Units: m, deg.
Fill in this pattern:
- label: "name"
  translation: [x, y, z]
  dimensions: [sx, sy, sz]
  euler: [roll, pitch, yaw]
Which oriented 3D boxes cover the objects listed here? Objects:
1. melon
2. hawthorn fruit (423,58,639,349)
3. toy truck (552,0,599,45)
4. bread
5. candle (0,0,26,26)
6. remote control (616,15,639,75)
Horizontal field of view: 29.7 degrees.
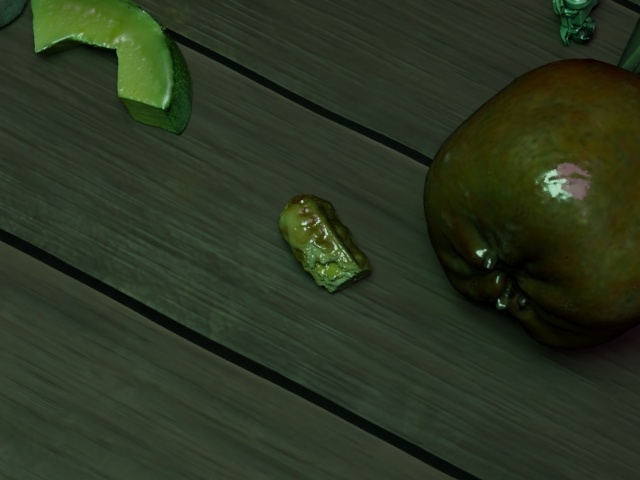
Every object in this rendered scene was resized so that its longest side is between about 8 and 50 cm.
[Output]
- label: "melon"
  translation: [-0.225, -0.208, 1.305]
  dimensions: [0.209, 0.064, 0.118]
  euler: [23, 79, 6]
- label: "hawthorn fruit"
  translation: [0.263, -0.049, 1.189]
  dimensions: [0.268, 0.268, 0.301]
  euler: [41, 72, 9]
- label: "toy truck"
  translation: [0.296, -0.301, 1.356]
  dimensions: [0.078, 0.080, 0.154]
  euler: [24, 72, 26]
- label: "bread"
  translation: [0.000, 0.000, 1.254]
  dimensions: [0.066, 0.060, 0.110]
  euler: [-28, 77, -26]
- label: "candle"
  translation: [-0.425, -0.292, 1.314]
  dimensions: [0.192, 0.068, 0.168]
  euler: [42, 77, 13]
- label: "remote control"
  translation: [0.397, -0.300, 1.335]
  dimensions: [0.038, 0.123, 0.285]
  euler: [28, 76, 4]
